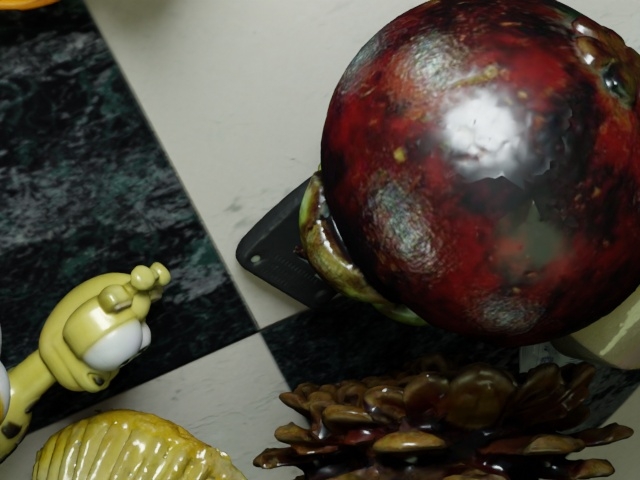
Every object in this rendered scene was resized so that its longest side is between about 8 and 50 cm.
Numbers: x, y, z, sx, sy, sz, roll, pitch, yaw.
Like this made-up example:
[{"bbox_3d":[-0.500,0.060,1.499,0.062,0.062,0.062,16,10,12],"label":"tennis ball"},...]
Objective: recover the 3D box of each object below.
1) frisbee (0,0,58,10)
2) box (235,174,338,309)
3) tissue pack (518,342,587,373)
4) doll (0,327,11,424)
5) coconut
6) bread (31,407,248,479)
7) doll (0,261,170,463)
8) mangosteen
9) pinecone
[{"bbox_3d":[-0.204,-0.246,1.069,0.192,0.035,0.192,-18,131,-22],"label":"frisbee"},{"bbox_3d":[0.000,0.000,1.428,0.126,0.027,0.125,-41,135,18],"label":"box"},{"bbox_3d":[0.297,0.084,1.649,0.193,0.026,0.123,-12,137,-13],"label":"tissue pack"},{"bbox_3d":[-0.332,0.055,1.239,0.162,0.167,0.270,-12,134,-16],"label":"doll"},{"bbox_3d":[0.280,0.052,1.523,0.147,0.147,0.153,22,123,-39],"label":"coconut"},{"bbox_3d":[-0.172,0.266,1.484,0.240,0.139,0.240,20,141,17],"label":"bread"},{"bbox_3d":[-0.244,0.119,1.399,0.291,0.086,0.117,-38,177,13],"label":"doll"},{"bbox_3d":[0.128,-0.052,1.250,0.311,0.311,0.311,-13,137,-12],"label":"mangosteen"},{"bbox_3d":[0.120,0.284,1.486,0.384,0.384,0.384,-13,137,-12],"label":"pinecone"}]
